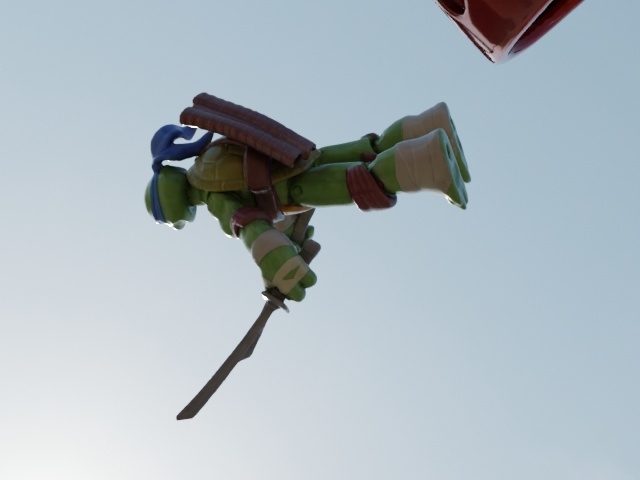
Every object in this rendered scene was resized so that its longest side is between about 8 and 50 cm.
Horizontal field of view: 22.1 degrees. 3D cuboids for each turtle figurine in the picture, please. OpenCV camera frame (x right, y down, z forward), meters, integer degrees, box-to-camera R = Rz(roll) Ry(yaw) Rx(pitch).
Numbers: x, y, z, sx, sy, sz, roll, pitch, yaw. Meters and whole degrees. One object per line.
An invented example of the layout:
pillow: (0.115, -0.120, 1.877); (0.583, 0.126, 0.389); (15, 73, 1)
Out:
turtle figurine: (0.000, 0.000, 1.382); (0.266, 0.198, 0.274); (-17, -107, 12)

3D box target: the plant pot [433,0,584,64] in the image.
plant pot: (0.119, -0.229, 0.979); (0.174, 0.191, 0.191); (48, -49, 2)
